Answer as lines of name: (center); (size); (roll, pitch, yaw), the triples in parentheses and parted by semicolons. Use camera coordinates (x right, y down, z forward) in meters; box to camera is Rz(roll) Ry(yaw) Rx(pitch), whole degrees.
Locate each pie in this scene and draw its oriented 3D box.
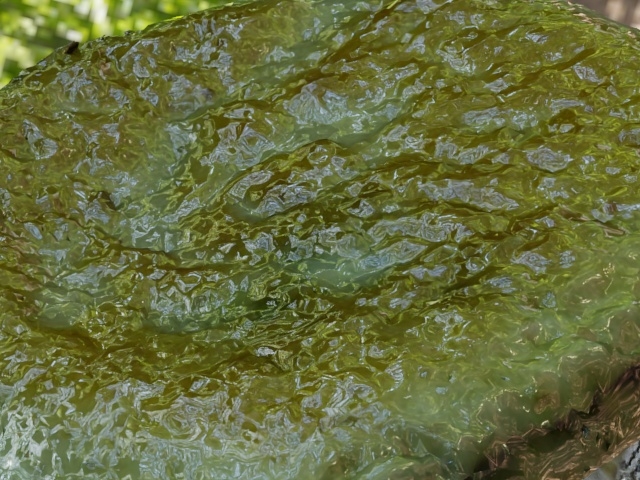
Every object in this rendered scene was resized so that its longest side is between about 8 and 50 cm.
pie: (0.000, 0.000, 0.597); (0.323, 0.323, 0.071); (-93, -4, -57)

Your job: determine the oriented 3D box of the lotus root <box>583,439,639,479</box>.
lotus root: (0.357, 0.125, 1.597); (0.179, 0.196, 0.397); (32, 87, 39)
